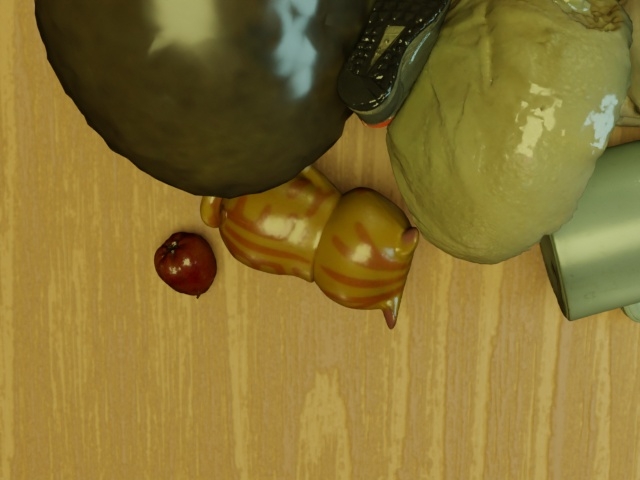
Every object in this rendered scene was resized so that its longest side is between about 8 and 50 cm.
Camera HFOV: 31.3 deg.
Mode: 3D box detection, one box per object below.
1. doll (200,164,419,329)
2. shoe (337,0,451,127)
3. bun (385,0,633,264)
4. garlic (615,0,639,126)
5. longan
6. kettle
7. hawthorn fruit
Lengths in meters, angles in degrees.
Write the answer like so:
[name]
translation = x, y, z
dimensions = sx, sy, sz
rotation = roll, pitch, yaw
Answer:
[doll]
translation = -0.003, -0.012, 1.459
dimensions = 0.269, 0.162, 0.167
rotation = 17, 127, 11
[shoe]
translation = 0.085, -0.206, 1.226
dimensions = 0.074, 0.077, 0.194
rotation = 23, 72, 24
[bun]
translation = 0.186, -0.164, 1.313
dimensions = 0.202, 0.364, 0.364
rotation = 22, 106, -15
[garlic]
translation = 0.443, -0.224, 1.380
dimensions = 0.281, 0.185, 0.203
rotation = -33, 111, 12
[longan]
translation = -0.124, -0.281, 1.289
dimensions = 0.404, 0.404, 0.436
rotation = 25, 86, -3
[kettle]
translation = 0.440, -0.008, 1.433
dimensions = 0.318, 0.205, 0.265
rotation = -16, 101, 5
[hawthorn fruit]
translation = -0.178, 0.037, 1.555
dimensions = 0.081, 0.081, 0.093
rotation = -28, 131, 11
